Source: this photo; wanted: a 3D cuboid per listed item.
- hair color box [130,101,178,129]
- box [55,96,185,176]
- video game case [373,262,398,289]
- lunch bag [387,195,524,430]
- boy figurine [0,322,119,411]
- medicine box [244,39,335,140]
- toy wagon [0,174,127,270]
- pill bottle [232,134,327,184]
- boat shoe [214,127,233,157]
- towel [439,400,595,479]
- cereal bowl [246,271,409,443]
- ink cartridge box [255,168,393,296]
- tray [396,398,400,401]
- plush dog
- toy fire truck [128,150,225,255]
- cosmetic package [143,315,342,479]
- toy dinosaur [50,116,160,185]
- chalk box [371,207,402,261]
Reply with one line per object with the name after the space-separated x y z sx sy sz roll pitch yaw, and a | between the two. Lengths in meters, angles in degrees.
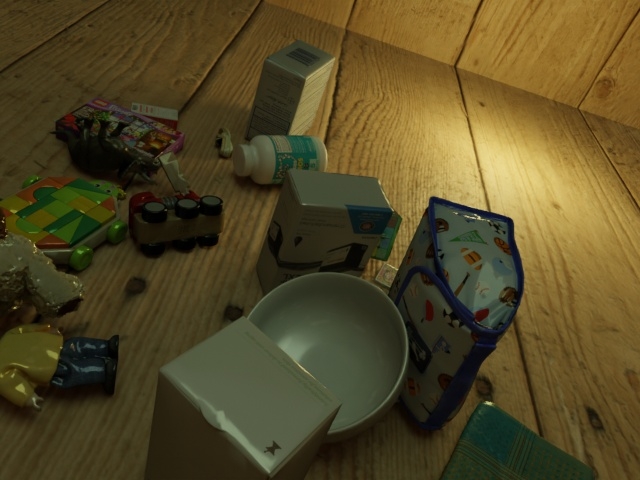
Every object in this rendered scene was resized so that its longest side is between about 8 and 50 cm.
-0.520 -0.387 1.749 0.141 0.043 0.072 7 39 -19 | hair color box
-0.570 -0.303 1.610 0.293 0.057 0.201 23 37 2 | box
0.212 0.112 1.507 0.122 0.011 0.087 28 37 9 | video game case
0.263 0.151 1.174 0.239 0.327 0.385 13 40 -3 | lunch bag
-0.502 0.219 0.973 0.285 0.092 0.177 3 41 -20 | boy figurine
-0.101 -0.474 1.851 0.149 0.289 0.263 28 38 6 | medicine box
-0.587 -0.070 1.306 0.267 0.068 0.344 27 38 8 | toy wagon
-0.123 -0.241 1.674 0.264 0.146 0.146 -6 45 -30 | pill bottle
-0.306 -0.312 1.752 0.045 0.050 0.135 6 39 -28 | boat shoe
0.365 0.503 1.079 0.271 0.040 0.370 33 41 17 | towel
0.009 0.237 1.102 0.339 0.141 0.338 -6 52 8 | cereal bowl
0.000 0.000 1.302 0.223 0.307 0.129 2 43 -23 | ink cartridge box
0.154 0.298 1.236 0.270 0.030 0.145 -1 42 -26 | tray
-0.597 0.069 1.012 0.262 0.225 0.210 -12 81 -45 | plush dog
-0.380 -0.102 1.396 0.217 0.158 0.246 -10 35 -34 | toy fire truck
-0.131 0.314 0.804 0.197 0.365 0.155 38 41 20 | cosmetic package
-0.584 -0.238 1.462 0.314 0.160 0.121 8 10 4 | toy dinosaur
0.126 -0.032 1.492 0.132 0.132 0.213 15 16 -10 | chalk box
